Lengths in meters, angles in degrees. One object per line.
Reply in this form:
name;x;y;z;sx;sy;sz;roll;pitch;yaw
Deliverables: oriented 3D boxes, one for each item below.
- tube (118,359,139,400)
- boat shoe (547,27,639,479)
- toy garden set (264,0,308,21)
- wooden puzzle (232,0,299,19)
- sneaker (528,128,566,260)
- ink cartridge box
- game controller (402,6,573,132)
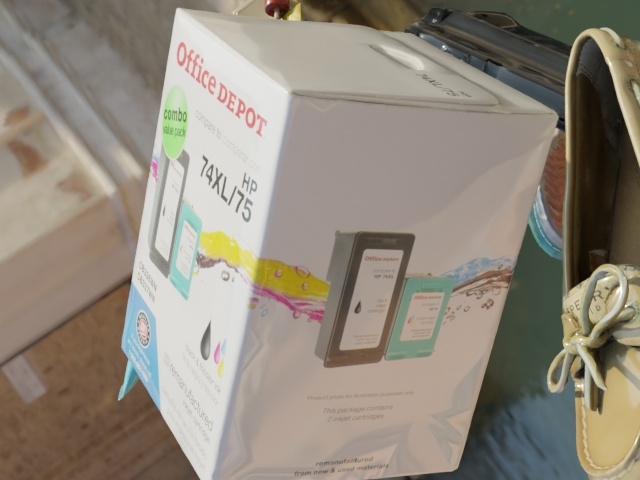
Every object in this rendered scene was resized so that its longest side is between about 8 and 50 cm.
tube;-0.155;0.059;1.178;0.052;0.207;0.080;24;-176;-2
boat shoe;0.166;0.011;0.651;0.089;0.285;0.104;23;146;-20
toy garden set;-0.036;-0.123;1.275;0.244;0.049;0.203;96;173;-64
wooden puzzle;-0.075;-0.298;1.560;0.014;0.116;0.078;37;-152;-59
sneaker;0.262;-0.067;1.294;0.108;0.302;0.121;21;132;-6
ink cartridge box;0.000;0.000;0.815;0.198;0.197;0.270;43;127;54
game controller;0.228;-0.149;1.111;0.319;0.167;0.067;33;116;37
